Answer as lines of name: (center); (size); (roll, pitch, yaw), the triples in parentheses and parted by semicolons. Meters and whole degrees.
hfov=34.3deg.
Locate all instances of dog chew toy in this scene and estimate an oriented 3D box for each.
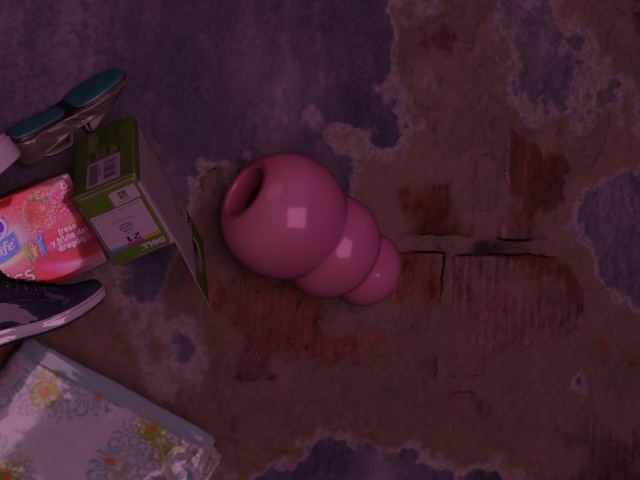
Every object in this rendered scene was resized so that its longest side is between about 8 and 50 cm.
dog chew toy: (0.000, 0.000, 1.685); (0.332, 0.207, 0.206); (33, 76, -32)

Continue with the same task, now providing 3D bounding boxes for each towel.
towel: (-0.368, 0.364, 1.561); (0.374, 0.090, 0.320); (35, 75, -22)

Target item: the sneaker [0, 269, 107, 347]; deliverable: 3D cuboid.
sneaker: (-0.407, 0.048, 1.368); (0.226, 0.086, 0.163); (-19, 102, -23)

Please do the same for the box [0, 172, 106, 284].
box: (-0.479, 0.025, 1.465); (0.300, 0.154, 0.142); (-26, 102, -22)

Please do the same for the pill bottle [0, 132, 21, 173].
pill bottle: (-0.545, -0.190, 1.427); (0.152, 0.152, 0.272); (-45, 110, -19)

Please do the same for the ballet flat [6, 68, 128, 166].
ballet flat: (-0.376, -0.183, 1.569); (0.213, 0.072, 0.068); (-36, 133, -21)

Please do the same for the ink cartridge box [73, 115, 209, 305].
ink cartridge box: (-0.262, -0.028, 1.548); (0.097, 0.188, 0.255); (-23, 124, 4)
